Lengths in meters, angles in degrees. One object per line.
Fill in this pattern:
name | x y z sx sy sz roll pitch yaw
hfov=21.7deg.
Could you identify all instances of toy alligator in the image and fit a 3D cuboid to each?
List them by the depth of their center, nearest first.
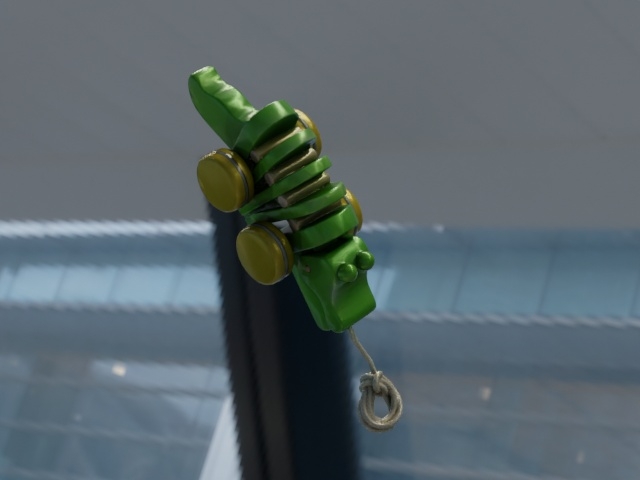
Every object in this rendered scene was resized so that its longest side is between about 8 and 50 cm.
toy alligator | 0.000 0.000 0.757 0.051 0.056 0.190 -25 -85 55
